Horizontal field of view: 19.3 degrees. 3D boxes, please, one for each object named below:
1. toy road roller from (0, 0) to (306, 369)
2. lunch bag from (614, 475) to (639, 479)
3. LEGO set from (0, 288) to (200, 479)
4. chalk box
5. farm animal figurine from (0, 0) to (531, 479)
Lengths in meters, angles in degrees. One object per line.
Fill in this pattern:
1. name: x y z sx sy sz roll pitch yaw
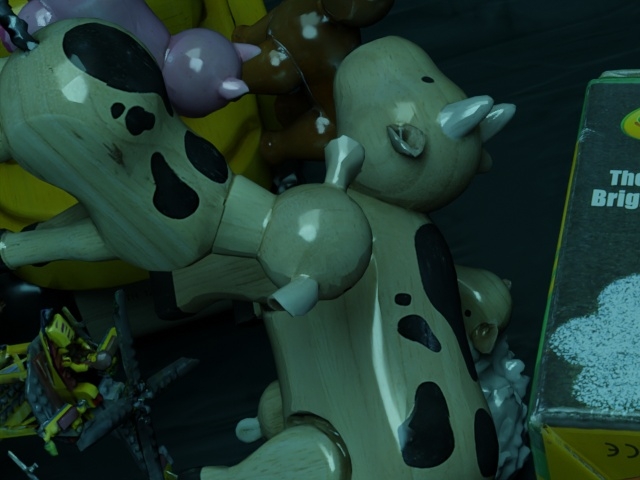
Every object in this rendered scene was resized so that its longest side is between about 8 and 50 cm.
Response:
1. toy road roller: -0.125 -0.102 1.083 0.202 0.241 0.329 -16 45 -2
2. lunch bag: 0.117 0.227 0.727 0.293 0.258 0.120 -10 3 10
3. LEGO set: -0.187 0.059 0.816 0.192 0.255 0.331 -10 17 31
4. chalk box: 0.215 0.035 0.910 0.180 0.179 0.289 2 46 17
5. farm animal figurine: 0.000 0.000 0.832 0.172 0.327 0.330 -14 8 30
